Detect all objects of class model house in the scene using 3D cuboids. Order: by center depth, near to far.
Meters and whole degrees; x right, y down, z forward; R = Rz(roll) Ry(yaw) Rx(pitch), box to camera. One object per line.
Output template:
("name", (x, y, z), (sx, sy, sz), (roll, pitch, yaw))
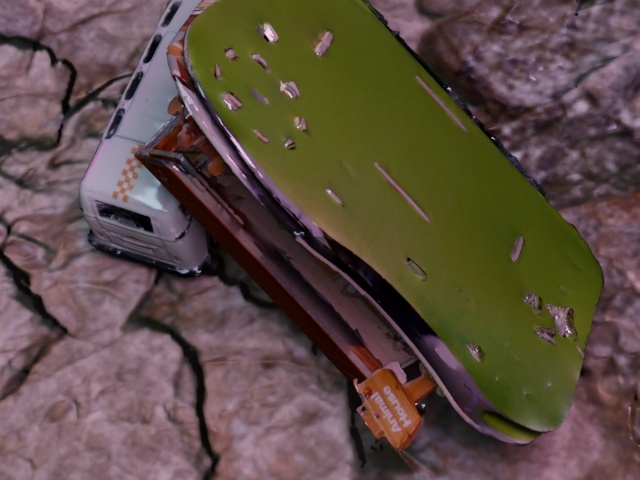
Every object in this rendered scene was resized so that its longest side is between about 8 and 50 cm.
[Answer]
("model house", (-0.001, -0.001, 1.034), (0.154, 0.294, 0.207), (-34, 16, 34))

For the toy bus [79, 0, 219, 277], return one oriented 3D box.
("toy bus", (-0.082, -0.080, 1.169), (0.087, 0.089, 0.194), (18, 70, 18))
